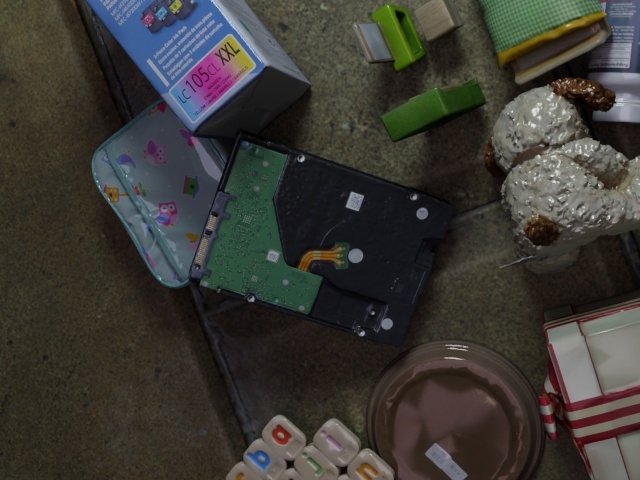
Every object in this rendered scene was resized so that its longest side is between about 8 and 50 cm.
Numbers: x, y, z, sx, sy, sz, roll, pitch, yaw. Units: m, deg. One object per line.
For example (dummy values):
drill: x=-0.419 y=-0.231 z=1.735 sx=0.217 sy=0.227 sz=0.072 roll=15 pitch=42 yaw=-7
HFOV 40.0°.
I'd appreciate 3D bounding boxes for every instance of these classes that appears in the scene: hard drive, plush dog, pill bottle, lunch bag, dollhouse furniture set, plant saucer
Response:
hard drive: x=0.000 y=0.000 z=1.298 sx=0.338 sy=0.064 sz=0.237 roll=17 pitch=101 yaw=-12
plush dog: x=0.306 y=-0.096 z=1.182 sx=0.262 sy=0.210 sz=0.226 roll=-35 pitch=62 yaw=44
pill bottle: x=0.423 y=-0.251 z=1.199 sx=0.107 sy=0.108 sz=0.180 roll=5 pitch=98 yaw=14
lunch bag: x=-0.218 y=-0.069 z=1.385 sx=0.224 sy=0.108 sz=0.279 roll=-32 pitch=87 yaw=15
dollhouse furniture set: x=0.208 y=-0.290 z=1.180 sx=0.301 sy=0.151 sz=0.198 roll=-25 pitch=89 yaw=36
plant saucer: x=0.203 y=0.291 z=1.349 sx=0.277 sy=0.041 sz=0.278 roll=2 pitch=97 yaw=14

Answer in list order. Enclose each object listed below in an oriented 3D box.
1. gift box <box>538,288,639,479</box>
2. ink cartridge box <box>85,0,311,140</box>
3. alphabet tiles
gift box: x=0.428 y=0.214 z=1.173 sx=0.258 sy=0.255 sz=0.277 roll=-16 pitch=87 yaw=14
ink cartridge box: x=-0.210 y=-0.341 z=1.271 sx=0.151 sy=0.270 sz=0.395 roll=-38 pitch=86 yaw=12
alphabet tiles: x=-0.009 y=0.423 z=1.410 sx=0.278 sy=0.021 sz=0.284 roll=40 pitch=112 yaw=8
